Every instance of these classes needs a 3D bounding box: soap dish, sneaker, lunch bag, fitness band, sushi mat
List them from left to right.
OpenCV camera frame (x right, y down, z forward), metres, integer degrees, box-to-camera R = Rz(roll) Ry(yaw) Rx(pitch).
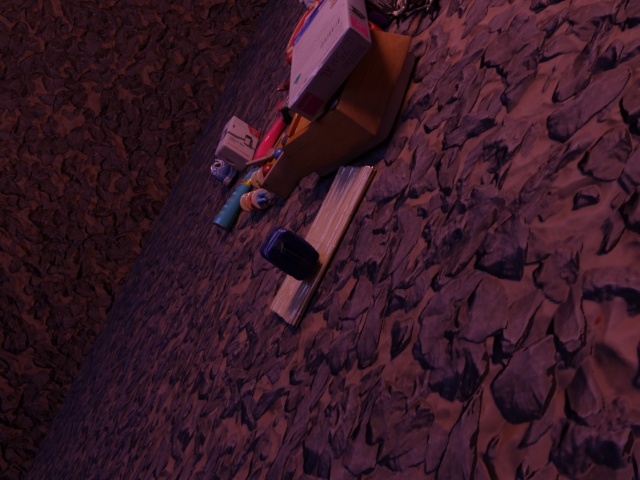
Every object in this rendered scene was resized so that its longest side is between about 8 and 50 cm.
[{"bbox_3d":[-0.322,-0.258,2.236,0.080,0.081,0.211,-55,19,21],"label":"sneaker"},{"bbox_3d":[-0.101,-0.296,1.801,0.291,0.054,0.209,-12,55,66],"label":"fitness band"},{"bbox_3d":[-0.055,0.020,1.138,0.067,0.098,0.065,-57,23,-5],"label":"lunch bag"},{"bbox_3d":[0.000,0.000,1.207,0.317,0.019,0.151,-63,19,-5],"label":"sushi mat"},{"bbox_3d":[0.046,-0.266,1.301,0.291,0.118,0.229,-20,45,60],"label":"soap dish"}]

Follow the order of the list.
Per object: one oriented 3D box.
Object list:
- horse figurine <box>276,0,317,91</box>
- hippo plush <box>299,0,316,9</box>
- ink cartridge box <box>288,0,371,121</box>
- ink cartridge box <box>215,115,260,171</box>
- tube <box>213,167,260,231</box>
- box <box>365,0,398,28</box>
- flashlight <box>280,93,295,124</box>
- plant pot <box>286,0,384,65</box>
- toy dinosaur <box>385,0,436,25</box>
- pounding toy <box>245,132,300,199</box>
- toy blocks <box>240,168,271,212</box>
[{"bbox_3d":[-0.036,-0.515,1.790,0.263,0.066,0.174,-62,6,11],"label":"horse figurine"},{"bbox_3d":[0.036,-0.762,1.939,0.236,0.234,0.294,-68,-30,-73],"label":"hippo plush"},{"bbox_3d":[0.014,-0.381,1.265,0.186,0.065,0.311,-47,28,31],"label":"ink cartridge box"},{"bbox_3d":[-0.266,-0.311,2.126,0.063,0.109,0.151,-38,30,40],"label":"ink cartridge box"},{"bbox_3d":[-0.238,-0.125,1.917,0.080,0.052,0.207,5,61,56],"label":"tube"},{"bbox_3d":[0.124,-0.639,1.565,0.165,0.143,0.270,-12,52,64],"label":"box"},{"bbox_3d":[-0.002,-0.417,1.654,0.103,0.103,0.304,75,-145,-61],"label":"flashlight"},{"bbox_3d":[0.026,-0.439,1.501,0.191,0.174,0.191,-52,20,28],"label":"plant pot"},{"bbox_3d":[0.201,-0.484,1.301,0.118,0.064,0.268,-60,22,-17],"label":"toy dinosaur"},{"bbox_3d":[-0.104,-0.184,1.580,0.130,0.100,0.141,-53,22,20],"label":"pounding toy"},{"bbox_3d":[-0.146,-0.135,1.684,0.148,0.054,0.123,-7,58,66],"label":"toy blocks"}]
